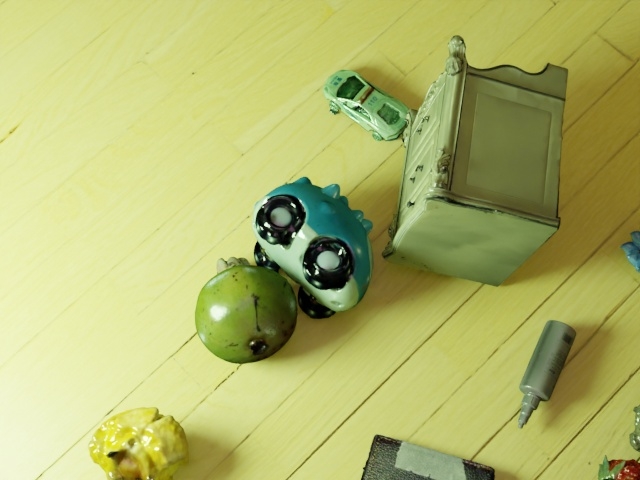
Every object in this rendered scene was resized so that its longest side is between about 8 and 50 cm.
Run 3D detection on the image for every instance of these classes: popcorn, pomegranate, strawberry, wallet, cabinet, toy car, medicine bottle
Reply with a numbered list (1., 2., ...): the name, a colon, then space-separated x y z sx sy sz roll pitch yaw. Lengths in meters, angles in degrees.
1. popcorn: -0.298 0.349 1.842 0.167 0.152 0.148 -14 112 9
2. pomegranate: -0.145 0.117 1.926 0.210 0.179 0.179 30 70 38
3. strawberry: 0.521 0.418 1.801 0.148 0.131 0.131 -1 68 2
4. wallet: 0.157 0.471 1.828 0.221 0.071 0.262 14 63 10
5. cabinet: 0.265 -0.133 1.926 0.228 0.290 0.317 12 66 -8
6. toy car: 0.086 -0.263 2.123 0.186 0.058 0.093 36 74 13
7. toy car: 0.000 0.000 1.953 0.190 0.188 0.255 -39 72 -21
8. medicine bottle: 0.382 0.235 1.917 0.058 0.057 0.199 23 71 10

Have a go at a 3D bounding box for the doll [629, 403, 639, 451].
1. doll: 0.661 0.358 1.855 0.203 0.091 0.286 -38 85 7

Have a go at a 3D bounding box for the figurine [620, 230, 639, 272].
1. figurine: 0.592 0.018 1.986 0.114 0.079 0.114 0 75 2
